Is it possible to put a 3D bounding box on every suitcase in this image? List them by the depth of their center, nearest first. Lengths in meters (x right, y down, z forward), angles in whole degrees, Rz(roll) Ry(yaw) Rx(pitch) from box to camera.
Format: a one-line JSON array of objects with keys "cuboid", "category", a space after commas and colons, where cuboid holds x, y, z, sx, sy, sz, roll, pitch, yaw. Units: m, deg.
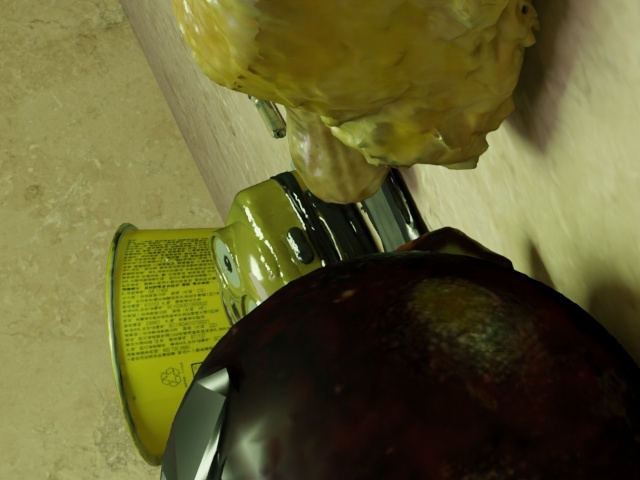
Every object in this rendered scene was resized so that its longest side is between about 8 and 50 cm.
[{"cuboid": [-0.029, 0.048, 1.300, 0.194, 0.143, 0.235, 62, 159, 19], "category": "suitcase"}]

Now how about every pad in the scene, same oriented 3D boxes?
[{"cuboid": [0.067, -0.006, 1.060, 0.174, 0.022, 0.233, 91, 155, -75], "category": "pad"}]

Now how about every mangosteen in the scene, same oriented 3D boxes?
[{"cuboid": [0.056, 0.147, 0.657, 0.311, 0.311, 0.311, 156, 90, -82], "category": "mangosteen"}]

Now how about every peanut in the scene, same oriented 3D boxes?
[{"cuboid": [0.005, -0.115, 0.928, 0.089, 0.089, 0.193, -124, 17, -52], "category": "peanut"}]

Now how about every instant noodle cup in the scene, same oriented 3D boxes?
[{"cuboid": [-0.115, 0.117, 1.563, 0.325, 0.254, 0.326, -9, -90, -85], "category": "instant noodle cup"}]

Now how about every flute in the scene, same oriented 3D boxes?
[{"cuboid": [-0.096, -0.216, 1.517, 0.027, 0.027, 0.233, 79, 165, -59], "category": "flute"}]

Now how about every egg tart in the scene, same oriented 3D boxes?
[{"cuboid": [-0.020, -0.204, 0.574, 0.351, 0.153, 0.340, 97, 151, -74], "category": "egg tart"}]

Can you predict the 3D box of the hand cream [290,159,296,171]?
[{"cuboid": [0.000, 0.000, 1.438, 0.078, 0.049, 0.205, 109, 141, -87], "category": "hand cream"}]
